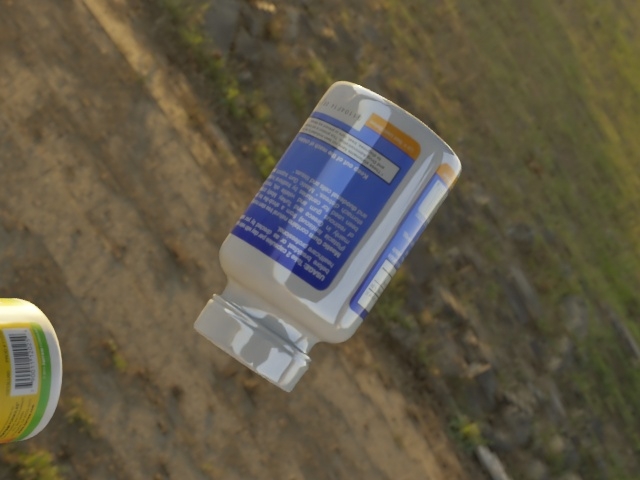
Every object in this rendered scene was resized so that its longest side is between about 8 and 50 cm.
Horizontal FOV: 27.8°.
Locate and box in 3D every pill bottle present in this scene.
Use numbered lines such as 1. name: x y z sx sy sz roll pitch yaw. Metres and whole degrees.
1. pill bottle: -0.367 0.121 1.147 0.246 0.136 0.136 1 59 -48
2. pill bottle: 0.000 0.000 1.217 0.152 0.272 0.152 35 -4 3
